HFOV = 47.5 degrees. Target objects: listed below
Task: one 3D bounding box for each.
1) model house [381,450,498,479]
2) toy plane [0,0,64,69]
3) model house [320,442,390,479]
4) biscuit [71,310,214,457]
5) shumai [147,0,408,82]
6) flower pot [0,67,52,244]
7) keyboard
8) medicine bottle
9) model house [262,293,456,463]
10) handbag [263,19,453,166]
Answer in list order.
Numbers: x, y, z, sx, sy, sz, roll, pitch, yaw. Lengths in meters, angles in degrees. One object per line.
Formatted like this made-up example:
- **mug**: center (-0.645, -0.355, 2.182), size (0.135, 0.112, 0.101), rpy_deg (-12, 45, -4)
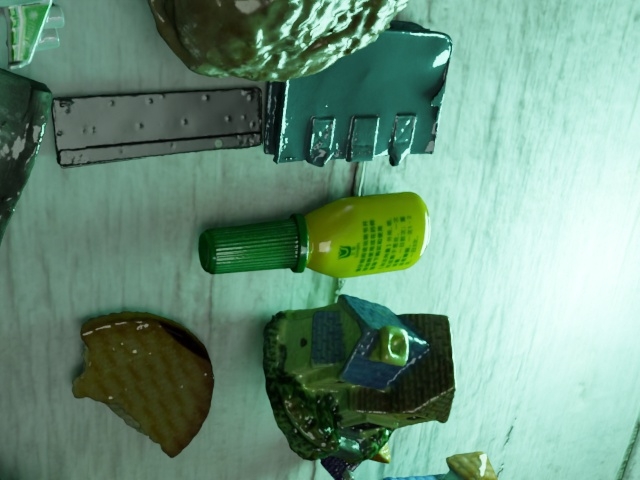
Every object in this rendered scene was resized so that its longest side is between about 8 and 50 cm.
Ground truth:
- **model house**: center (0.165, 0.483, 1.102), size (0.251, 0.295, 0.329), rpy_deg (21, 104, -39)
- **toy plane**: center (-0.283, -0.239, 0.633), size (0.173, 0.080, 0.174), rpy_deg (-17, 118, -34)
- **model house**: center (0.037, 0.294, 1.059), size (0.100, 0.100, 0.088), rpy_deg (-43, 127, -4)
- **biscuit**: center (-0.218, 0.183, 0.906), size (0.176, 0.031, 0.229), rpy_deg (-10, 119, -24)
- **shumai**: center (-0.003, -0.280, 0.628), size (0.267, 0.262, 0.314), rpy_deg (43, 79, -20)
- **flower pot**: center (-0.340, -0.059, 0.675), size (0.108, 0.103, 0.229), rpy_deg (16, 104, -35)
- **keyboard**: center (-0.170, -0.127, 0.790), size (0.231, 0.023, 0.072), rpy_deg (-10, 110, -26)
- **medicine bottle**: center (0.000, 0.000, 0.912), size (0.308, 0.076, 0.111), rpy_deg (-6, 113, -27)
- **model house**: center (0.061, 0.168, 0.913), size (0.214, 0.189, 0.195), rpy_deg (26, 54, -37)
- **handbag**: center (0.045, -0.171, 0.869), size (0.229, 0.062, 0.179), rpy_deg (-8, 119, -27)
